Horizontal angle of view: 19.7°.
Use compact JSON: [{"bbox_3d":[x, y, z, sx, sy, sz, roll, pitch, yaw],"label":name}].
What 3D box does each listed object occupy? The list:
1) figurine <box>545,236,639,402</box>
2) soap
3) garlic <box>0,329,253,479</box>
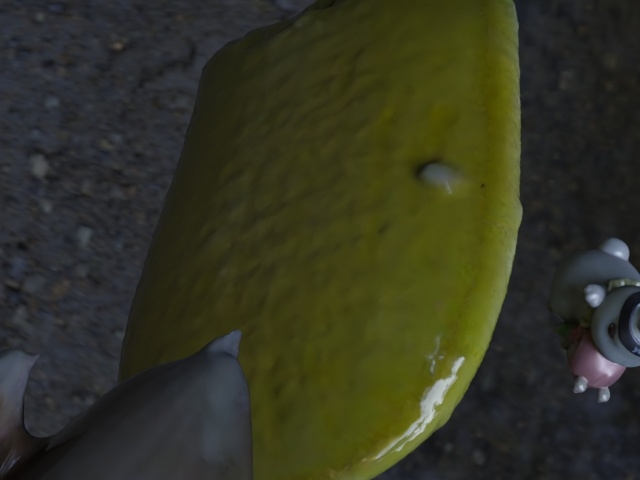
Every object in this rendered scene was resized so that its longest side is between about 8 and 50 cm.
[{"bbox_3d":[0.223,0.070,1.341,0.081,0.146,0.098,1,115,-15],"label":"figurine"},{"bbox_3d":[0.002,0.001,1.255,0.115,0.306,0.427,50,39,-40],"label":"soap"},{"bbox_3d":[-0.092,0.199,0.670,0.279,0.132,0.325,37,114,-10],"label":"garlic"}]
